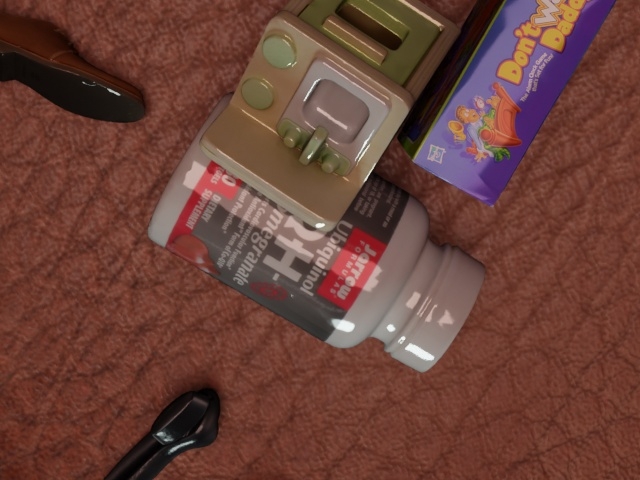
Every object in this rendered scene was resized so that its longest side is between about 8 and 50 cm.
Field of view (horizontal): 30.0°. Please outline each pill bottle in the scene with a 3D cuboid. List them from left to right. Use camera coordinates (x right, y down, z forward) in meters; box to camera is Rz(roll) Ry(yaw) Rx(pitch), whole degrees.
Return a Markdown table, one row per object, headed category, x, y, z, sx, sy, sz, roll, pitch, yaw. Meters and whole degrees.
| category | x | y | z | sx | sy | sz | roll | pitch | yaw |
| --- | --- | --- | --- | --- | --- | --- | --- | --- | --- |
| pill bottle | 0.000 | 0.000 | 1.218 | 0.318 | 0.176 | 0.176 | 30 | 97 | -3 |

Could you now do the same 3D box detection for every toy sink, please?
| category | x | y | z | sx | sy | sz | roll | pitch | yaw |
| --- | --- | --- | --- | --- | --- | --- | --- | --- | --- |
| toy sink | 0.014 | -0.150 | 1.133 | 0.152 | 0.234 | 0.131 | 34 | 134 | 1 |

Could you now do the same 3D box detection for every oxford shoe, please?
| category | x | y | z | sx | sy | sz | roll | pitch | yaw |
| --- | --- | --- | --- | --- | --- | --- | --- | --- | --- |
| oxford shoe | -0.277 | -0.191 | 1.256 | 0.212 | 0.076 | 0.076 | 24 | 58 | -12 |

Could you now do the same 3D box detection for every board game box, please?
| category | x | y | z | sx | sy | sz | roll | pitch | yaw |
| --- | --- | --- | --- | --- | --- | --- | --- | --- | --- |
| board game box | 0.167 | -0.166 | 1.105 | 0.078 | 0.347 | 0.233 | 30 | 97 | -2 |

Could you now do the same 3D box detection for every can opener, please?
| category | x | y | z | sx | sy | sz | roll | pitch | yaw |
| --- | --- | --- | --- | --- | --- | --- | --- | --- | --- |
| can opener | -0.181 | 0.228 | 1.318 | 0.186 | 0.059 | 0.073 | -44 | 122 | 16 |
